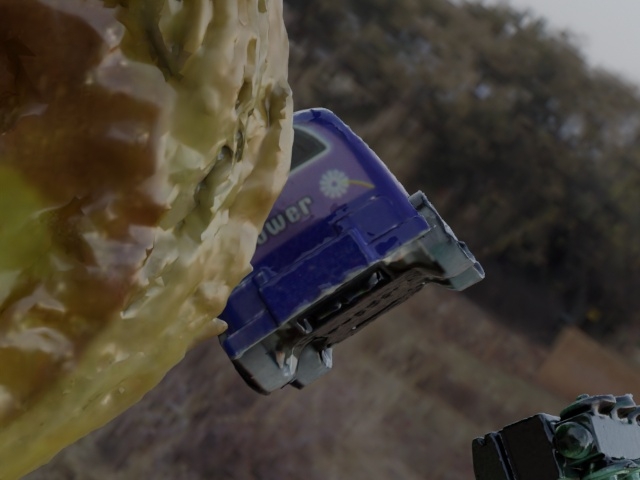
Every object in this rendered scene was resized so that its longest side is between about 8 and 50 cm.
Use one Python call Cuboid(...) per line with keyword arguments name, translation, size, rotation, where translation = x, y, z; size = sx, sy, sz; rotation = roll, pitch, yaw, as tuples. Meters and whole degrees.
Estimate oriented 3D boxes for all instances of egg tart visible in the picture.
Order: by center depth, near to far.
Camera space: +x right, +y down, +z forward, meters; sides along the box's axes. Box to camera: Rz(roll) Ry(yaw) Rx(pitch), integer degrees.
Cuboid(name="egg tart", translation=(-0.183, -0.061, 0.650), size=(0.352, 0.352, 0.150), rotation=(36, 3, -12))

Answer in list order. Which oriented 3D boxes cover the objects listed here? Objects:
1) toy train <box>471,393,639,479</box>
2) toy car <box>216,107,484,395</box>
Cuboid(name="toy train", translation=(0.192, 0.159, 1.271), size=(0.170, 0.111, 0.071), rotation=(19, 52, -60))
Cuboid(name="toy car", translation=(0.000, 0.000, 1.206), size=(0.158, 0.172, 0.235), rotation=(59, 6, 10))
